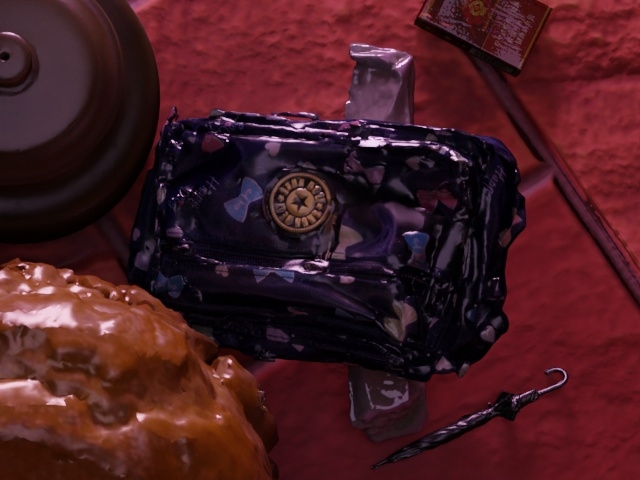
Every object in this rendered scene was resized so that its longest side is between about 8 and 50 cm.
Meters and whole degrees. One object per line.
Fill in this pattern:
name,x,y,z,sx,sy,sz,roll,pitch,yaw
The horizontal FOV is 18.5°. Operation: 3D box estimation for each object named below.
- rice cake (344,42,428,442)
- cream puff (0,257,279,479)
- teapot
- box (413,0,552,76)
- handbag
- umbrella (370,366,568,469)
rice cake,0.043,0.000,1.319,0.055,0.049,0.270,-5,82,16
cream puff,-0.182,0.175,1.178,0.327,0.231,0.343,-7,111,-5
teapot,-0.199,-0.085,1.245,0.186,0.175,0.267,18,81,0
box,0.112,-0.155,1.359,0.082,0.023,0.051,27,80,-1
handbag,0.000,0.000,1.249,0.260,0.113,0.162,8,89,19
umbrella,0.102,0.123,1.322,0.149,0.022,0.022,-28,43,-8
